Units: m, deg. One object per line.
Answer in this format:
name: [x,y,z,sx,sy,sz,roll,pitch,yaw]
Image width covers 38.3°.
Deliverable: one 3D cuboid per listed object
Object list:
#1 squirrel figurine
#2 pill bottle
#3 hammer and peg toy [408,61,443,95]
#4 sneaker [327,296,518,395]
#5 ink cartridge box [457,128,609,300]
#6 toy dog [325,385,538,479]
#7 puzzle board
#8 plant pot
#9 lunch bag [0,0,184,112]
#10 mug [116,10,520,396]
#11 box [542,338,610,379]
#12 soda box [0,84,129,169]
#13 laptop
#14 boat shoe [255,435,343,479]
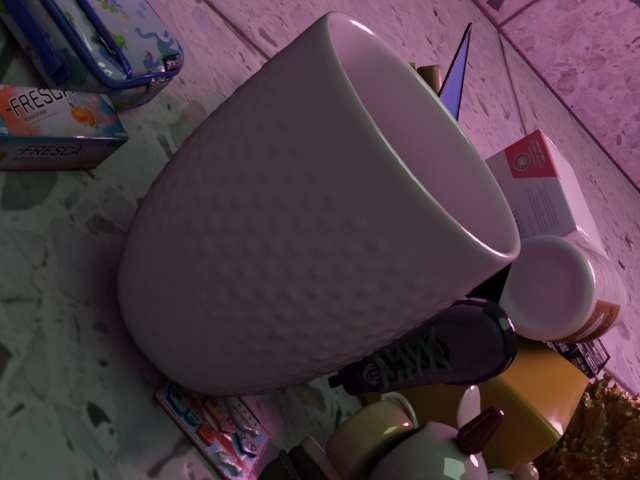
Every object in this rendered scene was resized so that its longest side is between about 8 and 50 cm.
squirrel figurine: [0.351,0.387,1.179,0.370,0.281,0.397,20,52,-28]
pill bottle: [0.324,0.070,1.209,0.229,0.131,0.131,13,50,-58]
hammer and peg toy: [0.022,-0.156,1.198,0.361,0.265,0.128,-30,116,-69]
sneaker: [0.095,0.120,0.897,0.098,0.223,0.083,-23,86,-31]
ink cartridge box: [0.263,-0.006,1.412,0.117,0.283,0.207,36,34,-41]
toy dog: [0.148,0.218,0.892,0.220,0.161,0.333,51,15,10]
puzzle board: [-0.103,0.175,0.919,0.128,0.011,0.096,52,28,-9]
plant pot: [0.182,0.198,1.165,0.187,0.212,0.212,49,26,8]
lunch bag: [-0.265,-0.246,1.027,0.219,0.090,0.176,56,30,1]
mug: [0.000,0.000,0.918,0.374,0.328,0.276,13,45,-58]
box: [0.461,0.178,1.755,0.180,0.077,0.147,60,28,6]
soda box: [-0.274,-0.107,0.886,0.183,0.063,0.058,-10,69,-60]
laptop: [0.191,-0.073,1.110,0.264,0.136,0.234,56,-11,23]
boat shoe: [0.044,0.347,0.912,0.335,0.095,0.112,56,-9,-9]
